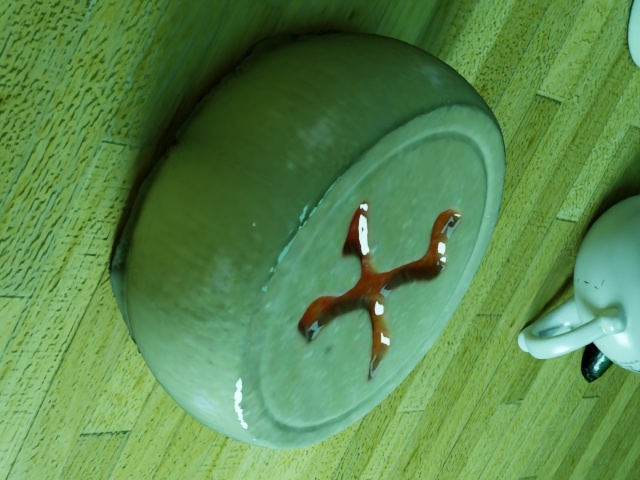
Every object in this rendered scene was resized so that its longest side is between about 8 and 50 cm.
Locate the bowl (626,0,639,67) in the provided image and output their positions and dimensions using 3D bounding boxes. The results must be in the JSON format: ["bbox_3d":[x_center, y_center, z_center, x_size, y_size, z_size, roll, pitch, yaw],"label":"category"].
[{"bbox_3d":[0.437,-0.259,1.553,0.238,0.126,0.237,-34,144,-29],"label":"bowl"}]

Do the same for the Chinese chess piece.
[{"bbox_3d":[0.000,0.000,1.166,0.338,0.140,0.338,-35,145,-30],"label":"Chinese chess piece"}]

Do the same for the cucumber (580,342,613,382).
[{"bbox_3d":[0.408,0.061,1.894,0.056,0.056,0.284,11,109,-58],"label":"cucumber"}]

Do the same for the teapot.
[{"bbox_3d":[0.368,0.056,1.743,0.300,0.166,0.208,-24,111,-18],"label":"teapot"}]
